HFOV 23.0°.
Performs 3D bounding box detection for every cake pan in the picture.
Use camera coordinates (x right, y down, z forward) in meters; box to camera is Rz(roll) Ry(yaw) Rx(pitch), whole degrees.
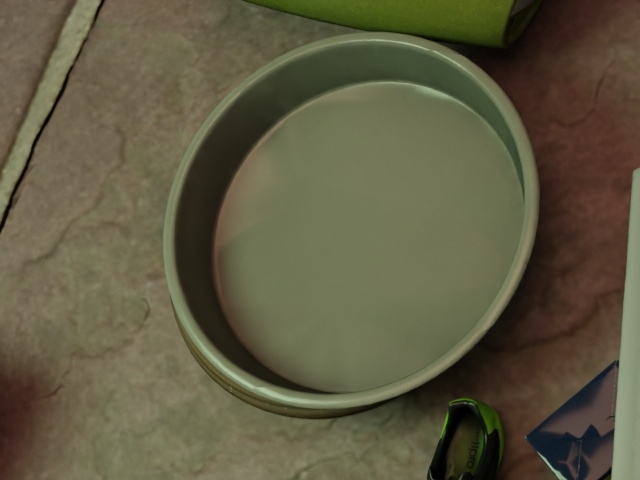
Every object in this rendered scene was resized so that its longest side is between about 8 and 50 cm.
[{"bbox_3d":[0.025,-0.012,1.169,0.293,0.054,0.293,-8,68,20],"label":"cake pan"}]

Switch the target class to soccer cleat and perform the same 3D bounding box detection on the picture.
[{"bbox_3d":[0.093,0.197,1.098,0.060,0.072,0.179,1,72,23],"label":"soccer cleat"}]

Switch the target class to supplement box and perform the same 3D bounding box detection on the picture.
[{"bbox_3d":[0.197,0.137,1.071,0.083,0.083,0.056,-40,61,4],"label":"supplement box"}]

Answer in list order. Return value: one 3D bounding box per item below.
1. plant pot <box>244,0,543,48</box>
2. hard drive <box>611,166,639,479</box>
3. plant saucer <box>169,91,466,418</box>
[{"bbox_3d":[0.044,-0.274,1.208,0.293,0.275,0.275,28,83,12],"label":"plant pot"},{"bbox_3d":[0.305,0.057,0.977,0.233,0.047,0.353,-7,36,19],"label":"hard drive"},{"bbox_3d":[0.000,0.000,1.229,0.277,0.041,0.278,-7,69,20],"label":"plant saucer"}]
